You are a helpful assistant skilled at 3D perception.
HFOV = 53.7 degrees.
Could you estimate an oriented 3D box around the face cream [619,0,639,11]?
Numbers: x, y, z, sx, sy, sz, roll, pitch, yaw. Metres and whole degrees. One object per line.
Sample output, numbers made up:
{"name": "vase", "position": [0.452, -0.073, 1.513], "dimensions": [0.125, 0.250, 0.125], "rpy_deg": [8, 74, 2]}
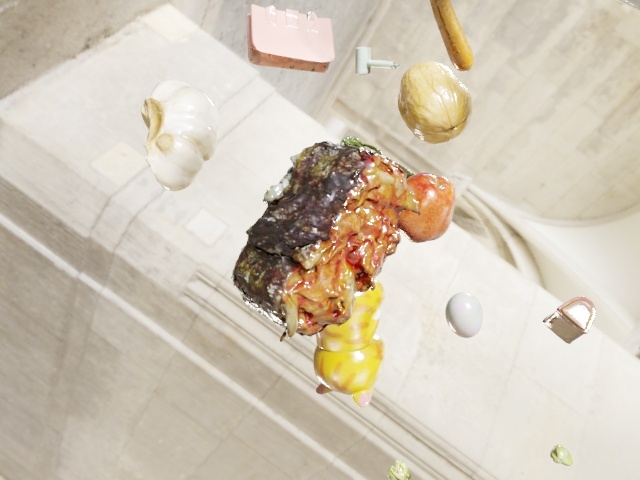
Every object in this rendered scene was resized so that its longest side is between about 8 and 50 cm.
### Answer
{"name": "face cream", "position": [0.565, -0.512, 1.229], "dimensions": [0.084, 0.198, 0.057], "rpy_deg": [-39, 158, -39]}

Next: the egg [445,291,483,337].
{"name": "egg", "position": [0.395, 0.205, 1.733], "dimensions": [0.103, 0.135, 0.103], "rpy_deg": [-14, -153, 7]}

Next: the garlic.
{"name": "garlic", "position": [-0.332, -0.269, 1.576], "dimensions": [0.185, 0.281, 0.203], "rpy_deg": [-21, 158, 8]}

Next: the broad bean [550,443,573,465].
{"name": "broad bean", "position": [0.671, 0.597, 1.757], "dimensions": [0.045, 0.083, 0.063], "rpy_deg": [-51, -138, 17]}

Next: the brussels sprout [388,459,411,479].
{"name": "brussels sprout", "position": [0.287, 0.838, 2.259], "dimensions": [0.085, 0.085, 0.058], "rpy_deg": [-54, -166, -1]}

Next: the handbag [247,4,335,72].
{"name": "handbag", "position": [-0.074, -0.504, 1.576], "dimensions": [0.059, 0.212, 0.157], "rpy_deg": [131, -42, -61]}

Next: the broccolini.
{"name": "broccolini", "position": [0.190, -0.217, 1.901], "dimensions": [0.079, 0.392, 0.074], "rpy_deg": [-51, 141, 1]}

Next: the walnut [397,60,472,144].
{"name": "walnut", "position": [0.292, -0.358, 1.644], "dimensions": [0.193, 0.225, 0.193], "rpy_deg": [-18, 151, -10]}

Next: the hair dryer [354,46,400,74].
{"name": "hair dryer", "position": [0.134, -0.421, 1.488], "dimensions": [0.038, 0.124, 0.063], "rpy_deg": [-27, 123, -45]}

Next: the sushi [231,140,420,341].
{"name": "sushi", "position": [0.000, 0.000, 0.983], "dimensions": [0.182, 0.196, 0.343], "rpy_deg": [10, -115, 48]}

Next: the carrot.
{"name": "carrot", "position": [0.220, -0.409, 1.128], "dimensions": [0.043, 0.248, 0.043], "rpy_deg": [-23, -149, 15]}

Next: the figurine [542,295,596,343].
{"name": "figurine", "position": [0.590, 0.175, 1.480], "dimensions": [0.098, 0.082, 0.154], "rpy_deg": [-46, 164, -12]}

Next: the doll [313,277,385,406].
{"name": "doll", "position": [0.053, 0.184, 1.288], "dimensions": [0.162, 0.269, 0.167], "rpy_deg": [-22, -162, -33]}

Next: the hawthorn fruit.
{"name": "hawthorn fruit", "position": [0.198, -0.069, 1.241], "dimensions": [0.138, 0.133, 0.133], "rpy_deg": [-59, 177, 30]}
